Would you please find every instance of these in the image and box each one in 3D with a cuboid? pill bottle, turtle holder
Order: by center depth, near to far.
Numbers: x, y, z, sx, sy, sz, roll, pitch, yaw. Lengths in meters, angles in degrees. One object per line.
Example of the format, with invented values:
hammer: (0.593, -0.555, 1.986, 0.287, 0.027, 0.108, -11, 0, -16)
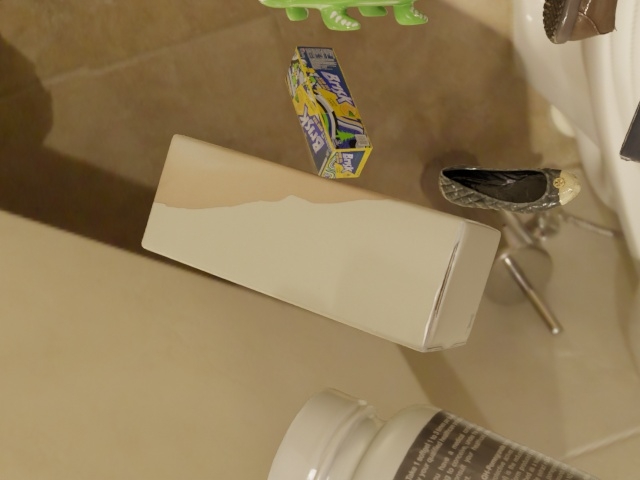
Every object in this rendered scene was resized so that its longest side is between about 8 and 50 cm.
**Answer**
pill bottle: (0.119, 0.244, 0.735, 0.318, 0.176, 0.176, 21, 135, 23)
turtle holder: (0.020, -0.463, 1.411, 0.320, 0.243, 0.227, -1, 110, -1)

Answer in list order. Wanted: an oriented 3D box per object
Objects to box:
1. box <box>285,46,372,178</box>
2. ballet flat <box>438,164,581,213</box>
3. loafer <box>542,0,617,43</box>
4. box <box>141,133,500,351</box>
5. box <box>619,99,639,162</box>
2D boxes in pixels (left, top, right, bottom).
box: (0.008, -0.158, 1.087, 0.054, 0.169, 0.059, -4, 147, -22)
ballet flat: (0.228, -0.065, 1.078, 0.173, 0.057, 0.049, 0, 158, 21)
loafer: (0.466, -0.488, 1.424, 0.130, 0.134, 0.366, 2, 136, -7)
box: (0.000, 0.000, 0.864, 0.148, 0.311, 0.121, 9, 98, -67)
box: (0.583, -0.218, 1.063, 0.312, 0.179, 0.343, 25, 117, 20)
